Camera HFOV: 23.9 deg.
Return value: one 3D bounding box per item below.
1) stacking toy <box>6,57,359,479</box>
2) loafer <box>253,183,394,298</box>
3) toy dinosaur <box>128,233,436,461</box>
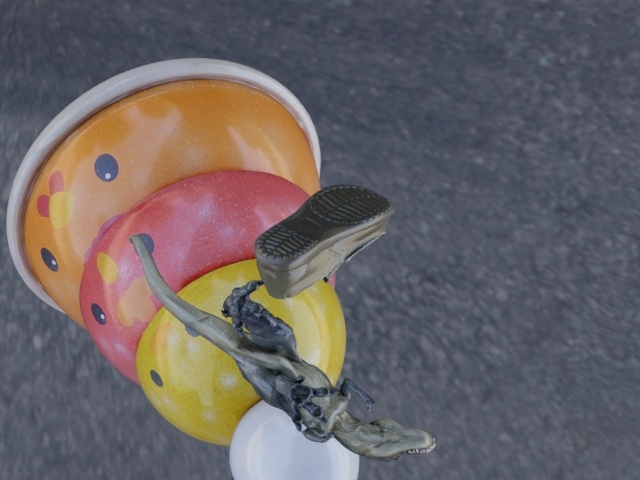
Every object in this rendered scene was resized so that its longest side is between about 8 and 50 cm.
[{"bbox_3d":[-0.084,0.076,1.484,0.351,0.480,0.350,-16,135,-17],"label":"stacking toy"},{"bbox_3d":[0.000,0.000,1.171,0.148,0.056,0.050,-26,140,-42],"label":"loafer"},{"bbox_3d":[-0.035,0.081,1.052,0.268,0.118,0.064,39,80,0],"label":"toy dinosaur"}]
